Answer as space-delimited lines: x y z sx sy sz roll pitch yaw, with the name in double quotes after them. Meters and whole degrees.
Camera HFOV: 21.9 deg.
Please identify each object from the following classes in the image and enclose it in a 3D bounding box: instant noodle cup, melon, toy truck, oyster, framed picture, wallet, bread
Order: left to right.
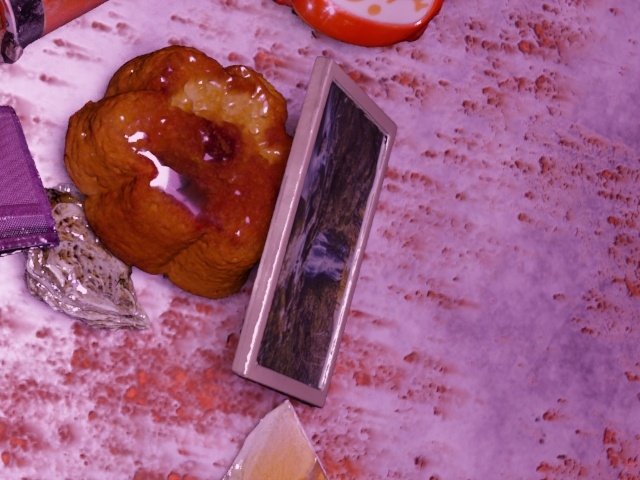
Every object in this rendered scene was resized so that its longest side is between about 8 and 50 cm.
-0.326 -0.057 1.593 0.111 0.030 0.166 -14 66 -22 "wallet"
-0.276 -0.254 1.616 0.136 0.127 0.127 -28 98 -29 "instant noodle cup"
-0.244 0.023 1.644 0.125 0.064 0.177 -24 87 -35 "oyster"
-0.129 -0.083 1.652 0.247 0.135 0.232 36 60 -20 "bread"
-0.029 0.276 1.702 0.139 0.093 0.202 23 93 -36 "melon"
0.000 0.000 1.674 0.020 0.240 0.324 11 80 21 "framed picture"
0.073 -0.337 1.692 0.189 0.239 0.264 14 83 -21 "toy truck"
